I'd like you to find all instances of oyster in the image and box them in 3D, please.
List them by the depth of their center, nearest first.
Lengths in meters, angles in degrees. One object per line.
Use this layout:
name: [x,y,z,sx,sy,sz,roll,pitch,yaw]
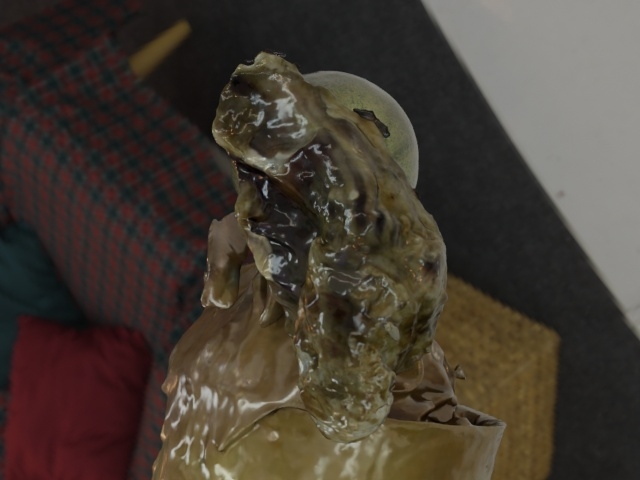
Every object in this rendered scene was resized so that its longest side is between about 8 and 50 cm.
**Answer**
oyster: [-0.006,0.003,1.033,0.166,0.094,0.294,-33,88,32]

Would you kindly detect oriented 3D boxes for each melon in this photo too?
melon: [0.008,-0.107,1.867,0.248,0.248,0.329,67,170,-14]

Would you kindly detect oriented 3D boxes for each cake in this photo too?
cake: [0.016,0.121,1.277,0.332,0.332,0.321,8,89,50]
